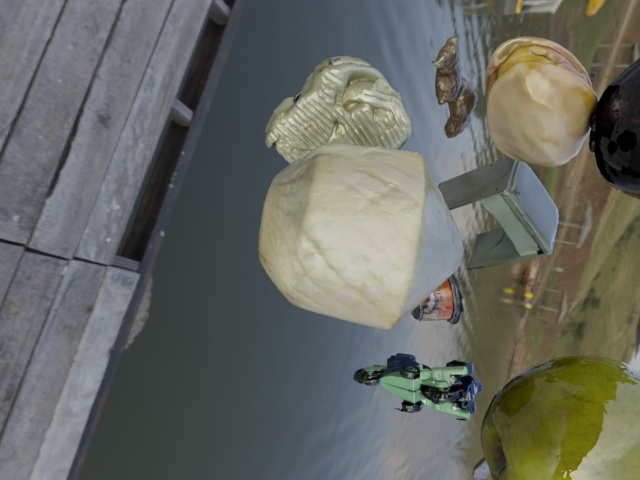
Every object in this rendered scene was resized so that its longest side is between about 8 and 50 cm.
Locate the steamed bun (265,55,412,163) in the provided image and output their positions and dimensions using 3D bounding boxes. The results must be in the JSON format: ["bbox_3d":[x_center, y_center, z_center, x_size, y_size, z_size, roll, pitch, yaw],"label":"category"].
[{"bbox_3d":[0.046,-0.339,1.249,0.237,0.395,0.346,-81,170,-58],"label":"steamed bun"}]

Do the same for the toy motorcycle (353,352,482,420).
[{"bbox_3d":[0.251,0.364,1.176,0.197,0.331,0.125,-3,89,-43],"label":"toy motorcycle"}]

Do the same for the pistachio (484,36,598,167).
[{"bbox_3d":[0.483,-0.295,1.003,0.309,0.230,0.229,41,63,-34],"label":"pistachio"}]

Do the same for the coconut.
[{"bbox_3d":[0.087,-0.003,0.925,0.415,0.416,0.344,31,68,-61],"label":"coconut"}]

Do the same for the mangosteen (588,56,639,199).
[{"bbox_3d":[0.678,-0.204,0.839,0.296,0.314,0.297,-61,169,-20],"label":"mangosteen"}]

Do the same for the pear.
[{"bbox_3d":[0.393,0.294,0.640,0.253,0.308,0.252,-4,90,-84],"label":"pear"}]

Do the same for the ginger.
[{"bbox_3d":[0.342,-0.373,1.141,0.122,0.084,0.290,-65,147,-20],"label":"ginger"}]

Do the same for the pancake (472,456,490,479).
[{"bbox_3d":[0.455,0.523,1.097,0.191,0.020,0.184,-16,133,-13],"label":"pancake"}]

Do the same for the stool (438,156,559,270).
[{"bbox_3d":[0.495,-0.071,1.295,0.243,0.270,0.170,46,52,-19],"label":"stool"}]

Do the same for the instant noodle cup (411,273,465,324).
[{"bbox_3d":[0.336,0.172,1.361,0.208,0.126,0.177,108,-25,-79],"label":"instant noodle cup"}]
